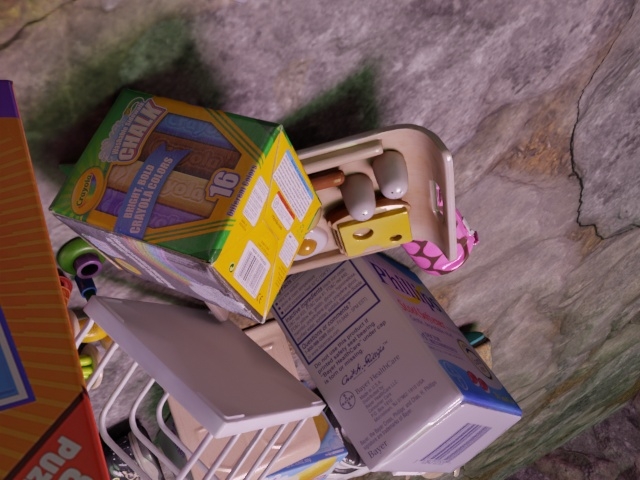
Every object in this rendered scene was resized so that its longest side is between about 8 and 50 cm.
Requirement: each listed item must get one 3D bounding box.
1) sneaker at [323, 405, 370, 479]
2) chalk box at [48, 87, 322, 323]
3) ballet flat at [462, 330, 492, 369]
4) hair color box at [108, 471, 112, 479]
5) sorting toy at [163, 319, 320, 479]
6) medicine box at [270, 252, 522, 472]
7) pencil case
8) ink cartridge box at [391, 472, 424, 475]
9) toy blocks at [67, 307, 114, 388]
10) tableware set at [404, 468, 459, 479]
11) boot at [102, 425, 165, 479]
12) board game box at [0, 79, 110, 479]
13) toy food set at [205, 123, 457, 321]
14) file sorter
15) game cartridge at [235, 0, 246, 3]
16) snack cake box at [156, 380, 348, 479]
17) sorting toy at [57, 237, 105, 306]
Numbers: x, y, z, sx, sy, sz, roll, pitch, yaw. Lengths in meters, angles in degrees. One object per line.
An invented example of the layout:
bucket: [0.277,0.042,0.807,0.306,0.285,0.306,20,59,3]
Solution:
sneaker: [0.069,0.406,1.466,0.257,0.169,0.447,-36,153,31]
chalk box: [-0.131,-0.037,0.639,0.132,0.213,0.132,-64,156,-18]
ballet flat: [0.207,0.270,1.388,0.348,0.123,0.123,-12,141,-36]
hair color box: [-0.432,0.332,0.817,0.374,0.185,0.114,-9,140,-36]
sorting toy: [-0.114,0.239,1.027,0.193,0.208,0.038,-18,-178,-27]
medicine box: [0.104,0.160,1.000,0.149,0.289,0.263,-43,148,13]
pencil case: [0.148,-0.028,0.988,0.098,0.095,0.209,-11,155,21]
ink cartridge box: [0.137,0.236,1.181,0.172,0.237,0.100,-46,147,16]
toy blocks: [-0.307,0.126,0.790,0.148,0.054,0.123,0,133,-43]
tableware set: [0.221,0.348,1.348,0.128,0.039,0.194,8,99,-30]
boot: [-0.325,0.375,1.081,0.178,0.085,0.236,-19,144,-18]
board game box: [-0.353,0.146,0.446,0.356,0.357,0.356,-6,137,-28]
toy food set: [0.000,0.000,0.812,0.306,0.092,0.220,-14,147,4]
file sorter: [-0.156,0.196,0.808,0.173,0.193,0.277,-54,159,4]
game cartridge: [-0.132,-0.290,0.410,0.355,0.068,0.230,7,133,-48]
snack cake box: [-0.105,0.327,1.153,0.264,0.152,0.089,-2,137,-43]
sorting toy: [-0.254,0.045,0.745,0.102,0.042,0.061,-41,148,7]
